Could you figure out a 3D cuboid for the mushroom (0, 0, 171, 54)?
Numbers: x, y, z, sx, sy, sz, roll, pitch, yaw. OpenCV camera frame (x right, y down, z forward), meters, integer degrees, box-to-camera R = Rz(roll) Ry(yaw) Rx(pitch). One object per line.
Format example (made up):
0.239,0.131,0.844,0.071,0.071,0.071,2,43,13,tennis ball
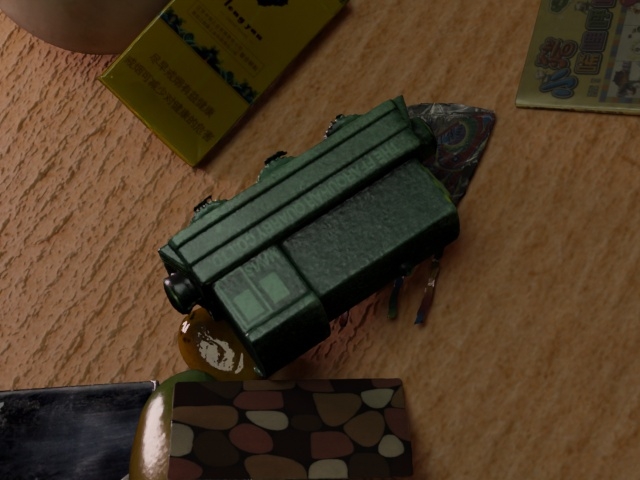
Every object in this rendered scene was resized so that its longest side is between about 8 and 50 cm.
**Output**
-0.263,-0.411,1.790,0.362,0.294,0.362,1,93,23,mushroom

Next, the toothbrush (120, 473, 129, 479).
-0.290,0.361,1.475,0.029,0.025,0.307,35,85,41,toothbrush

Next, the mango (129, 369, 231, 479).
-0.121,0.240,1.430,0.156,0.114,0.251,-40,54,14,mango

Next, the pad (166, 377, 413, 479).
-0.030,0.183,1.397,0.235,0.003,0.158,0,31,-2,pad

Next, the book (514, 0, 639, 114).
0.322,-0.211,1.560,0.192,0.013,0.168,6,66,26,book

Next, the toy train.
0.000,0.000,1.478,0.330,0.138,0.178,-33,68,-9,toy train

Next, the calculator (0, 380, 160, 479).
-0.299,0.234,1.565,0.262,0.021,0.161,-5,61,21,calculator

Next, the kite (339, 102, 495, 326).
0.095,-0.029,1.554,0.152,0.015,0.285,2,61,27,kite

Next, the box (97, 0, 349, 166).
-0.112,-0.237,1.681,0.279,0.153,0.041,-48,12,-7,box

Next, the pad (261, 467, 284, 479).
-0.058,0.278,1.286,0.112,0.003,0.157,-32,38,-7,pad

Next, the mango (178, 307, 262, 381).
-0.105,0.117,1.531,0.114,0.057,0.079,38,77,26,mango
